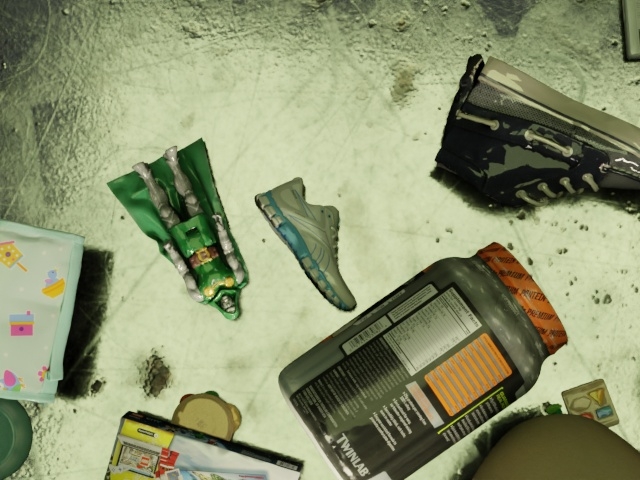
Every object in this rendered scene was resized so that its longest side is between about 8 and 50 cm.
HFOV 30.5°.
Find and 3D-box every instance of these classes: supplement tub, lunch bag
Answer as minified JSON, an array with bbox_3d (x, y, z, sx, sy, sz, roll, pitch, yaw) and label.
[{"bbox_3d":[0.124,0.151,1.404,0.316,0.193,0.193,-34,84,-2],"label":"supplement tub"},{"bbox_3d":[-0.427,0.076,1.449,0.262,0.160,0.223,10,84,9],"label":"lunch bag"}]

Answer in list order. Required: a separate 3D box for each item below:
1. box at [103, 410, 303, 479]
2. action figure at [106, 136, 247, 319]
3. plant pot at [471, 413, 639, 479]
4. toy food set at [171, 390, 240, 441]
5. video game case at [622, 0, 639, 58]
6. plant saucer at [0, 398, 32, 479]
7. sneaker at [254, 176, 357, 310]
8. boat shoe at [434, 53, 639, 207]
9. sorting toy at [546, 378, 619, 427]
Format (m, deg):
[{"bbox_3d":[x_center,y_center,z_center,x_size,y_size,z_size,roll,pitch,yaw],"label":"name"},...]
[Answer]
[{"bbox_3d":[-0.155,0.323,1.457,0.233,0.044,0.159,17,95,3],"label":"box"},{"bbox_3d":[-0.160,-0.004,1.499,0.137,0.063,0.232,-28,87,-4],"label":"action figure"},{"bbox_3d":[0.285,0.317,1.368,0.284,0.284,0.191,-1,48,2],"label":"plant pot"},{"bbox_3d":[-0.150,0.233,1.490,0.083,0.020,0.083,32,86,5],"label":"toy food set"},{"bbox_3d":[0.500,-0.338,1.528,0.213,0.023,0.193,-3,84,2],"label":"video game case"},{"bbox_3d":[-0.430,0.251,1.497,0.119,0.021,0.119,0,84,1],"label":"plant saucer"},{"bbox_3d":[0.000,0.000,1.488,0.083,0.071,0.190,-34,84,-8],"label":"sneaker"},{"bbox_3d":[0.306,-0.090,1.470,0.341,0.127,0.158,29,92,12],"label":"boat shoe"},{"bbox_3d":[0.329,0.216,1.480,0.083,0.012,0.062,-19,84,-1],"label":"sorting toy"}]
